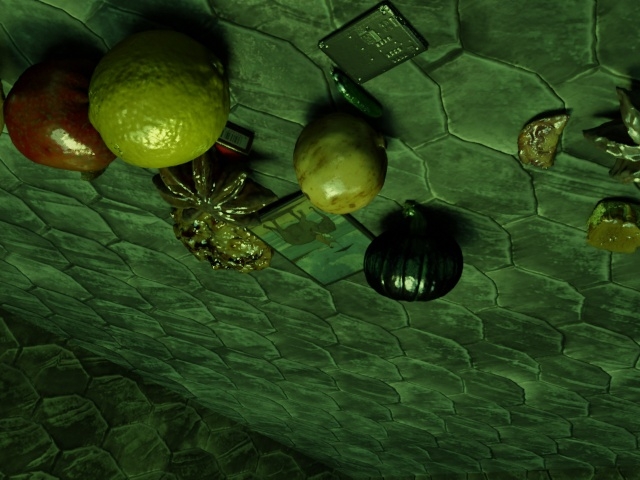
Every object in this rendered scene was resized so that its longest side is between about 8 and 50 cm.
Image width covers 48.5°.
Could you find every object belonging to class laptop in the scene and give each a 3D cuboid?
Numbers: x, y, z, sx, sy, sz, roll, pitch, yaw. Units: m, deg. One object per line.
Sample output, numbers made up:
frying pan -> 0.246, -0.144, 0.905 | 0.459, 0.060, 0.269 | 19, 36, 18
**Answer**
laptop -> 0.097, -0.367, 1.347 | 0.180, 0.016, 0.129 | -19, 135, 43

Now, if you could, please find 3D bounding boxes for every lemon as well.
lemon -> -0.318, -0.277, 1.416 | 0.293, 0.293, 0.293 | 10, 148, 7

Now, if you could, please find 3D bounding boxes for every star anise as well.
star anise -> -0.254, -0.114, 1.680 | 0.315, 0.108, 0.315 | 8, 151, 4
star anise -> 0.656, -0.189, 1.306 | 0.332, 0.117, 0.331 | 8, 143, 6

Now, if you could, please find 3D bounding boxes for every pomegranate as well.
pomegranate -> 0.052, -0.165, 1.512 | 0.215, 0.215, 0.215 | 10, 148, 7

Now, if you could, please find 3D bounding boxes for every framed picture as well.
framed picture -> 0.000, 0.000, 1.928 | 0.265, 0.016, 0.347 | -25, 132, 32

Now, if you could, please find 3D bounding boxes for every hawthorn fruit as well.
hawthorn fruit -> -0.568, -0.268, 1.563 | 0.300, 0.254, 0.254 | -7, 143, 37

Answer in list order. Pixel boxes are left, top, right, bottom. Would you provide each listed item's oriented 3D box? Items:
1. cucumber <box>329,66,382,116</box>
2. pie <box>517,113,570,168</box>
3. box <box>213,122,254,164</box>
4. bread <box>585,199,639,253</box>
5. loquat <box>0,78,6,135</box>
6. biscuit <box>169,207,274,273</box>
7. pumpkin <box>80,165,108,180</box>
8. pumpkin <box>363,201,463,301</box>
cucumber -> 0.067, -0.297, 1.451 | 0.155, 0.037, 0.037 | 36, 143, -30
pie -> 0.448, -0.200, 1.450 | 0.092, 0.034, 0.170 | 3, 148, 11
box -> -0.292, -0.234, 1.661 | 0.240, 0.074, 0.153 | 24, 153, -15
bread -> 0.670, -0.029, 1.597 | 0.128, 0.069, 0.140 | 10, 149, 5
loquat -> -0.852, -0.311, 1.543 | 0.329, 0.328, 0.328 | 10, 148, 7
biscuit -> -0.280, -0.003, 2.019 | 0.289, 0.081, 0.334 | -2, 143, 24
pumpkin -> -0.582, -0.232, 1.740 | 0.108, 0.119, 0.183 | -11, 146, 38
pumpkin -> 0.230, 0.027, 1.751 | 0.248, 0.248, 0.248 | 10, 148, 7
